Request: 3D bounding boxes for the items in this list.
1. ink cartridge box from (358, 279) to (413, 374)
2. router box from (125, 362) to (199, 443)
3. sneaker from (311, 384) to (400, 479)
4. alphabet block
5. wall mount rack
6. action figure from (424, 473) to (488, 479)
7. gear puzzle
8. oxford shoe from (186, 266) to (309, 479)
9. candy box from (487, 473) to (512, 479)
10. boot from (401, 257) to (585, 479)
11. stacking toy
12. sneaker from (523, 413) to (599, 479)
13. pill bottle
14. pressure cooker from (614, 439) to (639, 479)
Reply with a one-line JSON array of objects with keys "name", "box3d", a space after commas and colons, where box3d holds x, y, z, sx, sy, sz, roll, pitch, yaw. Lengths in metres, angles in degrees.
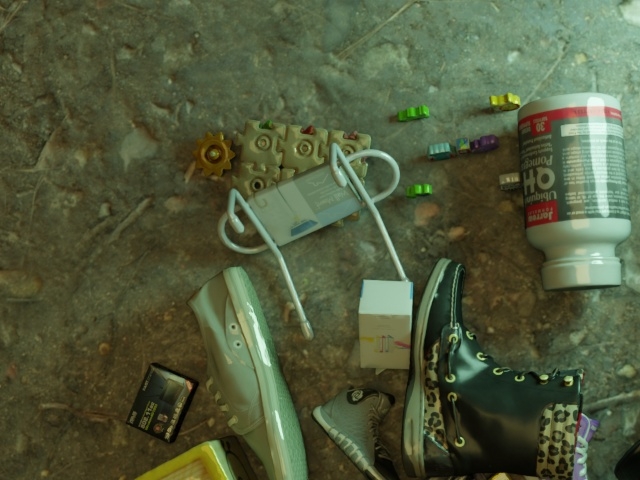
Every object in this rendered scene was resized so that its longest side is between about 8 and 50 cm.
[{"name": "ink cartridge box", "box3d": [0.114, 0.153, 1.797, 0.090, 0.092, 0.143, 1, 126, 7]}, {"name": "router box", "box3d": [-0.288, 0.295, 1.895, 0.092, 0.038, 0.122, 22, 87, 11]}, {"name": "sneaker", "box3d": [0.094, 0.328, 1.789, 0.132, 0.086, 0.228, -42, 54, -9]}, {"name": "alphabet block", "box3d": [-0.209, 0.461, 1.785, 0.193, 0.197, 0.192, -30, 81, 4]}, {"name": "wall mount rack", "box3d": [0.000, 0.000, 1.823, 0.350, 0.130, 0.304, -23, 124, 15]}, {"name": "action figure", "box3d": [0.148, 0.471, 1.754, 0.285, 0.185, 0.099, -36, 102, -13]}, {"name": "gear puzzle", "box3d": [-0.076, -0.131, 1.914, 0.339, 0.044, 0.175, 9, 95, 13]}, {"name": "oxford shoe", "box3d": [-0.126, 0.266, 1.814, 0.130, 0.169, 0.449, -21, 74, 2]}, {"name": "candy box", "box3d": [0.265, 0.495, 1.800, 0.206, 0.027, 0.105, -36, 82, 3]}, {"name": "boot", "box3d": [0.293, 0.220, 1.731, 0.284, 0.138, 0.377, 4, 67, 18]}, {"name": "stacking toy", "box3d": [0.253, -0.165, 1.863, 0.221, 0.052, 0.167, -7, 74, 16]}, {"name": "sneaker", "box3d": [0.430, 0.386, 1.754, 0.161, 0.102, 0.282, -35, 80, 0]}, {"name": "pill bottle", "box3d": [0.432, -0.077, 1.765, 0.176, 0.176, 0.319, -4, 83, 8]}, {"name": "pressure cooker", "box3d": [0.634, 0.487, 1.555, 0.375, 0.420, 0.370, -7, 95, 21]}]
